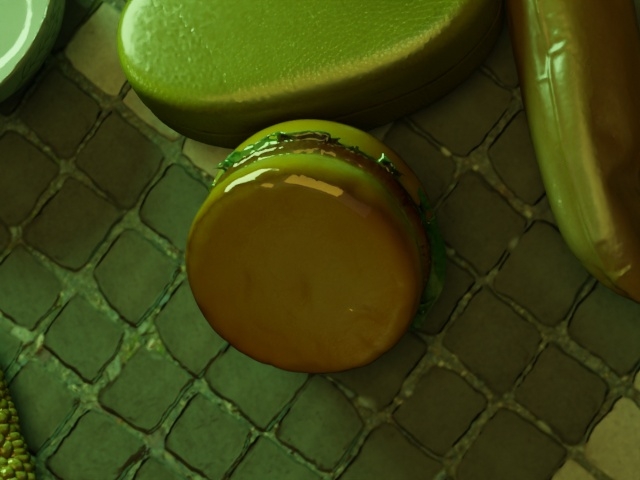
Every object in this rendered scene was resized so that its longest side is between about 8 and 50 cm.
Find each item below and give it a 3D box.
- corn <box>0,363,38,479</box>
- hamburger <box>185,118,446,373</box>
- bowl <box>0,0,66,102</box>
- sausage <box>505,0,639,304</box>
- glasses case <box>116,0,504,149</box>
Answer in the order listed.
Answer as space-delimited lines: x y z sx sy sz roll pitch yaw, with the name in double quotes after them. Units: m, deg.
-0.331 0.210 1.688 0.101 0.101 0.292 -20 77 8 "corn"
-0.002 -0.001 1.601 0.246 0.170 0.246 7 124 10 "hamburger"
-0.381 -0.249 1.730 0.287 0.144 0.287 -2 82 11 "bowl"
0.256 -0.102 1.594 0.116 0.134 0.354 -15 78 29 "sausage"
-0.003 -0.189 1.650 0.371 0.141 0.173 -14 68 9 "glasses case"
